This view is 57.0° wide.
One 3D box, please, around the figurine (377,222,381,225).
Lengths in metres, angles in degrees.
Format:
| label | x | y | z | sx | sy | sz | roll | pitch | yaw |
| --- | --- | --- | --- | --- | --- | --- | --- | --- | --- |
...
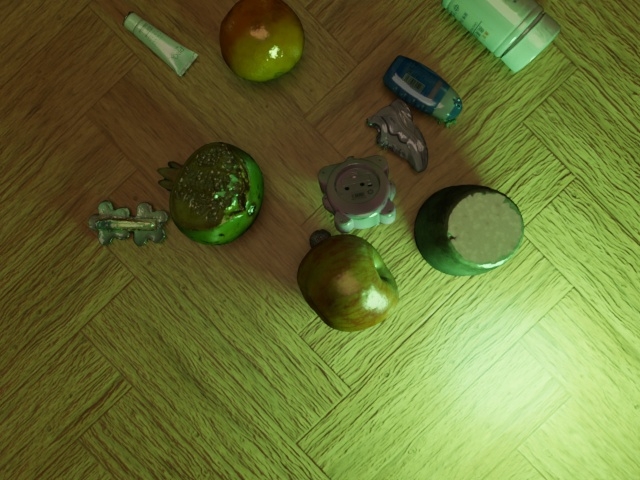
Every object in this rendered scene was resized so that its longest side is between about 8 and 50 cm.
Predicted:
| label | x | y | z | sx | sy | sz | roll | pitch | yaw |
| --- | --- | --- | --- | --- | --- | --- | --- | --- | --- |
| figurine | 0.192 | -0.112 | 1.880 | 0.072 | 0.054 | 0.129 | -9 | 87 | 5 |

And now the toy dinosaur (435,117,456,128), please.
| label | x | y | z | sx | sy | sz | roll | pitch | yaw |
| --- | --- | --- | --- | --- | --- | --- | --- | --- | --- |
| toy dinosaur | 0.402 | -0.397 | 1.896 | 0.062 | 0.021 | 0.083 | -20 | 93 | -7 |

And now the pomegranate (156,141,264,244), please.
| label | x | y | z | sx | sy | sz | roll | pitch | yaw |
| --- | --- | --- | --- | --- | --- | --- | --- | --- | --- |
| pomegranate | -0.328 | -0.144 | 1.821 | 0.359 | 0.216 | 0.309 | 22 | 90 | 31 |

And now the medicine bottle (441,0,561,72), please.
| label | x | y | z | sx | sy | sz | roll | pitch | yaw |
| --- | --- | --- | --- | --- | --- | --- | --- | --- | --- |
| medicine bottle | 0.554 | -0.691 | 1.812 | 0.332 | 0.190 | 0.190 | 44 | 90 | 1 |

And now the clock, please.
| label | x | y | z | sx | sy | sz | roll | pitch | yaw |
| --- | --- | --- | --- | --- | --- | --- | --- | --- | --- |
| clock | 0.117 | -0.143 | 1.808 | 0.228 | 0.090 | 0.247 | -13 | 54 | 1 |

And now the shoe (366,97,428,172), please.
| label | x | y | z | sx | sy | sz | roll | pitch | yaw |
| --- | --- | --- | --- | --- | --- | --- | --- | --- | --- |
| shoe | 0.247 | -0.318 | 1.866 | 0.138 | 0.095 | 0.244 | -24 | 86 | 4 |

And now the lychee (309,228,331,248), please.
| label | x | y | z | sx | sy | sz | roll | pitch | yaw |
| --- | --- | --- | --- | --- | --- | --- | --- | --- | --- |
| lychee | 0.000 | 0.000 | 1.877 | 0.068 | 0.083 | 0.067 | -55 | 129 | -33 |

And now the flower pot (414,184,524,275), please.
| label | x | y | z | sx | sy | sz | roll | pitch | yaw |
| --- | --- | --- | --- | --- | --- | --- | --- | --- | --- |
| flower pot | 0.447 | -0.027 | 1.741 | 0.294 | 0.330 | 0.293 | 0 | 91 | 0 |

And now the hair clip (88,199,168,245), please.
| label | x | y | z | sx | sy | sz | roll | pitch | yaw |
| --- | --- | --- | --- | --- | --- | --- | --- | --- | --- |
| hair clip | -0.615 | -0.055 | 1.883 | 0.257 | 0.075 | 0.146 | 1 | 92 | -6 |

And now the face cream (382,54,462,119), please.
| label | x | y | z | sx | sy | sz | roll | pitch | yaw |
| --- | --- | --- | --- | --- | --- | --- | --- | --- | --- |
| face cream | 0.330 | -0.475 | 1.858 | 0.264 | 0.083 | 0.149 | 34 | 66 | 1 |

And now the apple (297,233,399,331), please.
| label | x | y | z | sx | sy | sz | roll | pitch | yaw |
| --- | --- | --- | --- | --- | --- | --- | --- | --- | --- |
| apple | 0.069 | 0.134 | 1.771 | 0.302 | 0.301 | 0.301 | 0 | 90 | 1 |

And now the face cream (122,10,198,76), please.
| label | x | y | z | sx | sy | sz | roll | pitch | yaw |
| --- | --- | --- | --- | --- | --- | --- | --- | --- | --- |
| face cream | -0.519 | -0.635 | 1.894 | 0.244 | 0.058 | 0.092 | 37 | 85 | -5 |

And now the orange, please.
| label | x | y | z | sx | sy | sz | roll | pitch | yaw |
| --- | --- | --- | --- | --- | --- | --- | --- | --- | --- |
| orange | -0.177 | -0.604 | 1.785 | 0.261 | 0.261 | 0.260 | 0 | 90 | 1 |
